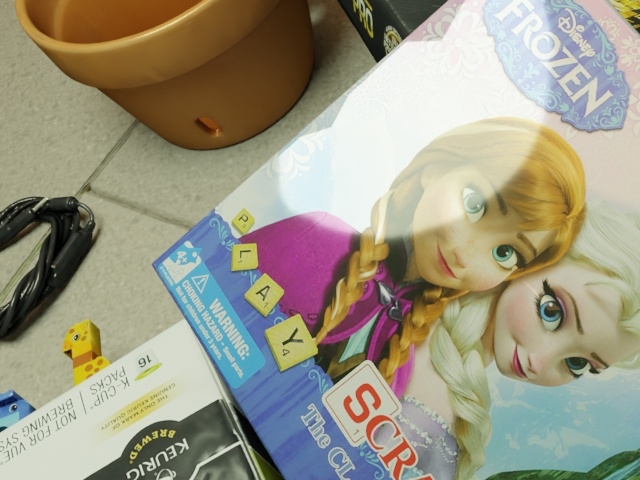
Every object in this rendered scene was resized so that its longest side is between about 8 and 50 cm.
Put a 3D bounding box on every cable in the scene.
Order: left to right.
[{"bbox_3d":[-0.322,0.025,1.059,0.150,0.047,0.184,13,63,33],"label":"cable"}]

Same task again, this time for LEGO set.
[{"bbox_3d":[-0.212,0.131,0.900,0.227,0.087,0.093,-22,49,7],"label":"LEGO set"}]

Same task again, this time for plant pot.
[{"bbox_3d":[-0.133,-0.233,1.061,0.291,0.203,0.291,-12,52,16],"label":"plant pot"}]

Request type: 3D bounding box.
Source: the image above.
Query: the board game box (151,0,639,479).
[{"bbox_3d":[0.102,0.040,0.594,0.318,0.066,0.318,-41,69,14],"label":"board game box"}]

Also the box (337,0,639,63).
[{"bbox_3d":[0.182,-0.223,0.825,0.318,0.097,0.395,-17,49,-9],"label":"box"}]

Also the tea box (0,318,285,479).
[{"bbox_3d":[-0.125,0.290,0.647,0.329,0.220,0.323,-31,47,1],"label":"tea box"}]
